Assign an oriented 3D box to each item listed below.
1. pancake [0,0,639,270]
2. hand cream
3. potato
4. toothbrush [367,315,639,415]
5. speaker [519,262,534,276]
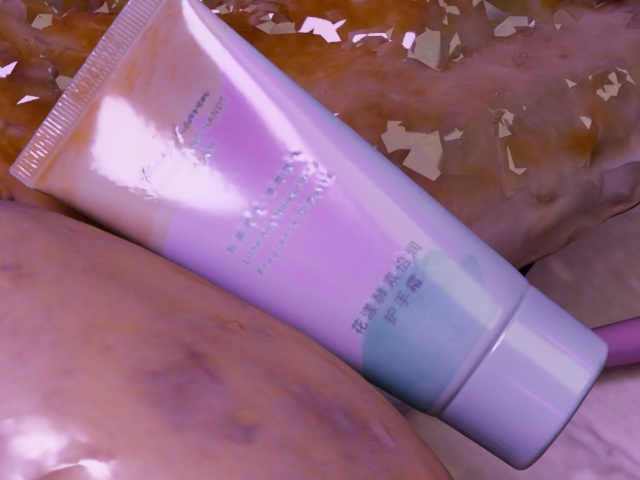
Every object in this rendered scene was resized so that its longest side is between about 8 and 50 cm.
[{"bbox_3d":[-0.002,-0.157,0.591,0.386,0.082,0.387,2,78,-10],"label":"pancake"},{"bbox_3d":[0.000,0.000,0.503,0.174,0.047,0.076,36,91,2],"label":"hand cream"},{"bbox_3d":[-0.045,0.086,0.452,0.234,0.128,0.161,33,28,3],"label":"potato"},{"bbox_3d":[0.112,0.039,0.641,0.286,0.025,0.020,-8,58,-36],"label":"toothbrush"},{"bbox_3d":[-0.007,-0.040,0.623,0.191,0.040,0.046,40,48,4],"label":"speaker"}]
